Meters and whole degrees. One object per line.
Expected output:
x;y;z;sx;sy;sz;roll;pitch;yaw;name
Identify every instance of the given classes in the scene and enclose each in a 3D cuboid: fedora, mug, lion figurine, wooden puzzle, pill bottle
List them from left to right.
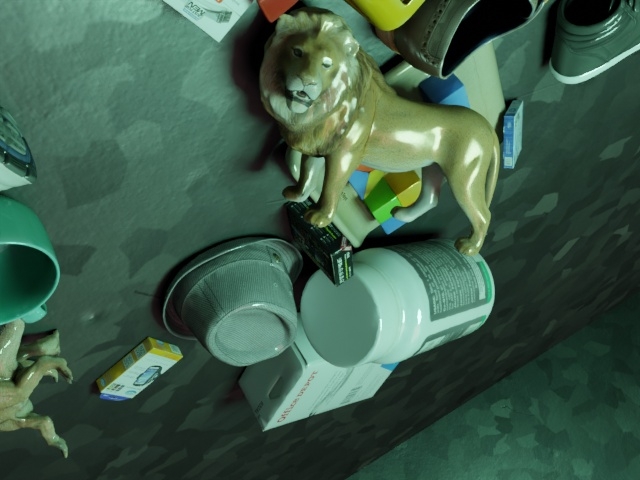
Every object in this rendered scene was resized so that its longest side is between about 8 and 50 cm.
-0.360;0.024;0.666;0.129;0.097;0.157;-8;140;-38;mug
-0.116;0.117;1.000;0.244;0.124;0.275;-36;149;1;fedora
0.096;-0.128;0.779;0.392;0.142;0.240;7;115;-26;lion figurine
0.148;0.108;1.134;0.361;0.204;0.204;-6;139;-48;pill bottle
0.150;-0.140;0.953;0.348;0.080;0.322;-38;149;4;wooden puzzle

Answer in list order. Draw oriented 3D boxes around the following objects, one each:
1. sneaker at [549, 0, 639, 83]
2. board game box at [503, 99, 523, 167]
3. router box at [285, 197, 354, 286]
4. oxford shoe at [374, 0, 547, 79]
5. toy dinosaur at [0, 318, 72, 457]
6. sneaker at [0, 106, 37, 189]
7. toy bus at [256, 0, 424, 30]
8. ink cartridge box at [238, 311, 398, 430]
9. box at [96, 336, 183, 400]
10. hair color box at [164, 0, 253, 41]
0.480;-0.369;0.938;0.296;0.104;0.147;-35;154;8;sneaker
0.325;-0.180;1.052;0.090;0.020;0.090;-48;137;-52;board game box
0.000;0.000;0.956;0.038;0.122;0.092;-33;149;-16;router box
0.243;-0.328;0.739;0.364;0.132;0.130;-41;148;8;oxford shoe
-0.443;0.206;0.817;0.200;0.127;0.295;-4;132;-31;toy dinosaur
-0.367;-0.100;0.491;0.129;0.111;0.297;-31;148;4;sneaker
0.029;-0.272;0.538;0.202;0.104;0.191;-24;146;-24;toy bus
0.015;0.251;1.301;0.307;0.129;0.223;-5;137;-41;ink cartridge box
-0.309;0.220;1.047;0.136;0.028;0.081;-37;149;7;box
-0.080;-0.279;0.571;0.167;0.053;0.093;-46;148;13;hair color box
